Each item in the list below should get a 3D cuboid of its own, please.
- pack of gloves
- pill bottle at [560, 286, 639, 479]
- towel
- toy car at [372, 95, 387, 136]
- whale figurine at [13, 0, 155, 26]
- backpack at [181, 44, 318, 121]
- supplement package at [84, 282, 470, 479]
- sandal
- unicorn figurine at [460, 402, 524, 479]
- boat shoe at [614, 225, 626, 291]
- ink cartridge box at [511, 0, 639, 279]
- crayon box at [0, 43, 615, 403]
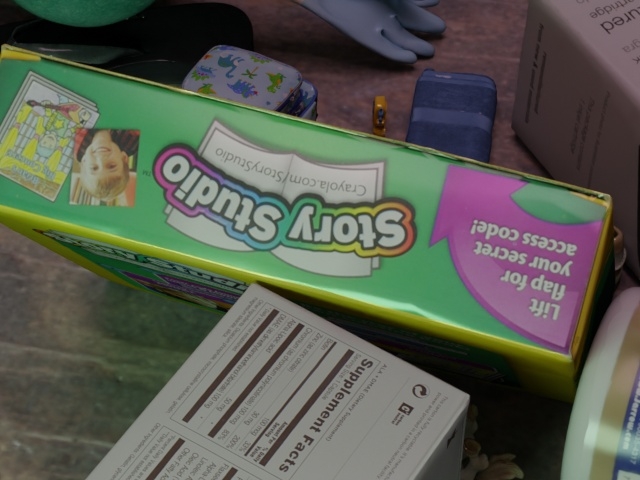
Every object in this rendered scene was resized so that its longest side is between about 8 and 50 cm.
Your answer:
[{"bbox_3d":[0.032,-0.262,1.427,0.232,0.046,0.195,26,66,-30],"label":"pack of gloves"},{"bbox_3d":[0.285,0.128,1.041,0.264,0.153,0.153,14,51,18],"label":"pill bottle"},{"bbox_3d":[0.100,-0.082,1.390,0.067,0.029,0.119,7,50,6],"label":"towel"},{"bbox_3d":[0.012,-0.071,1.373,0.060,0.040,0.122,11,52,9],"label":"toy car"},{"bbox_3d":[-0.170,-0.239,1.431,0.216,0.141,0.272,13,7,13],"label":"whale figurine"},{"bbox_3d":[-0.067,-0.087,1.359,0.105,0.084,0.114,21,56,20],"label":"backpack"},{"bbox_3d":[-0.032,0.198,1.006,0.145,0.262,0.204,26,56,21],"label":"supplement package"},{"bbox_3d":[-0.181,-0.159,1.437,0.254,0.054,0.097,-12,51,-10],"label":"sandal"},{"bbox_3d":[0.047,0.130,1.179,0.162,0.111,0.060,43,51,13],"label":"unicorn figurine"},{"bbox_3d":[0.131,-0.016,1.307,0.190,0.072,0.068,13,52,10],"label":"boat shoe"},{"bbox_3d":[0.365,-0.057,1.280,0.285,0.166,0.395,-24,55,-18],"label":"ink cartridge box"},{"bbox_3d":[0.000,0.000,1.135,0.363,0.313,0.106,14,82,11],"label":"crayon box"}]
